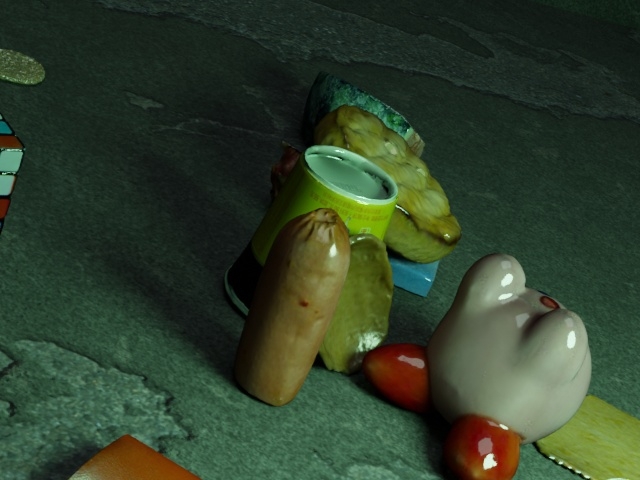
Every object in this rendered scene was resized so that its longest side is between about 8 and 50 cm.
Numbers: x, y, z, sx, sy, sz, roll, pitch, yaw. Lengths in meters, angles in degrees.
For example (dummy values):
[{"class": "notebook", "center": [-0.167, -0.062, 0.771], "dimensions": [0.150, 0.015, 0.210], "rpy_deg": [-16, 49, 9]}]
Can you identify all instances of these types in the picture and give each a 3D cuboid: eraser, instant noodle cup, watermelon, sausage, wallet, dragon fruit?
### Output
[{"class": "eraser", "center": [0.136, -0.012, 2.256], "dimensions": [0.144, 0.042, 0.312], "rpy_deg": [24, 26, 0]}, {"class": "instant noodle cup", "center": [0.000, 0.000, 1.910], "dimensions": [0.216, 0.236, 0.215], "rpy_deg": [21, 26, -10]}, {"class": "watermelon", "center": [0.071, -0.193, 2.494], "dimensions": [0.226, 0.148, 0.318], "rpy_deg": [28, 6, -32]}, {"class": "sausage", "center": [-0.033, 0.077, 1.711], "dimensions": [0.114, 0.259, 0.113], "rpy_deg": [16, 24, -7]}, {"class": "wallet", "center": [-0.163, 0.294, 1.437], "dimensions": [0.204, 0.045, 0.142], "rpy_deg": [29, 29, 13]}, {"class": "dragon fruit", "center": [-0.039, -0.076, 2.184], "dimensions": [0.102, 0.096, 0.147], "rpy_deg": [44, -10, 29]}]

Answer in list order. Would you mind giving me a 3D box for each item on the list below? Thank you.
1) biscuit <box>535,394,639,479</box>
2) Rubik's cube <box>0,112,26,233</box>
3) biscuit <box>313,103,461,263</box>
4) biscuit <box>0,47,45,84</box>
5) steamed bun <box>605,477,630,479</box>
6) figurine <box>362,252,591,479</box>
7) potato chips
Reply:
[{"class": "biscuit", "center": [0.431, 0.303, 1.935], "dimensions": [0.237, 0.013, 0.232], "rpy_deg": [29, 27, 10]}, {"class": "Rubik's cube", "center": [-0.504, -0.101, 1.788], "dimensions": [0.155, 0.151, 0.154], "rpy_deg": [1, 32, -38]}, {"class": "biscuit", "center": [0.100, -0.083, 2.135], "dimensions": [0.296, 0.102, 0.296], "rpy_deg": [41, 23, -21]}, {"class": "biscuit", "center": [-0.525, -0.297, 2.292], "dimensions": [0.120, 0.015, 0.120], "rpy_deg": [19, 27, -10]}, {"class": "steamed bun", "center": [0.365, 0.393, 1.578], "dimensions": [0.177, 0.130, 0.228], "rpy_deg": [-4, 37, -26]}, {"class": "figurine", "center": [0.244, 0.180, 1.823], "dimensions": [0.270, 0.261, 0.211], "rpy_deg": [43, 5, 37]}, {"class": "potato chips", "center": [0.037, 0.086, 1.830], "dimensions": [0.150, 0.201, 0.049], "rpy_deg": [-31, 34, -27]}]
